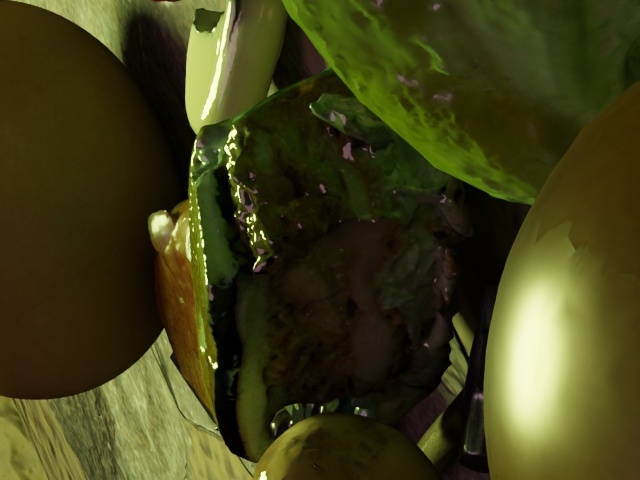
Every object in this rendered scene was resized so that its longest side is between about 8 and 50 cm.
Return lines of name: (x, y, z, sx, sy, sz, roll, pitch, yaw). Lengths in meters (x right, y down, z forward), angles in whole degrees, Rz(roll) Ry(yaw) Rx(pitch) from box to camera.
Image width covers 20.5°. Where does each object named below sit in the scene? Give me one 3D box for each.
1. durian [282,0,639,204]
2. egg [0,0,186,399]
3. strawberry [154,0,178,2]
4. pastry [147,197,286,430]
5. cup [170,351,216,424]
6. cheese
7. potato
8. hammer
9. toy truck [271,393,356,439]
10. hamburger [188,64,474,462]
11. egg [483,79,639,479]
durian: (0.067, -0.166, 0.783, 0.256, 0.204, 0.340, 44, 149, 23)
egg: (-0.279, -0.036, 1.639, 0.301, 0.301, 0.374, -12, 98, 70)
strawberry: (-0.125, -0.227, 1.357, 0.106, 0.106, 0.106, 52, 154, 38)
pastry: (-0.064, 0.068, 1.492, 0.218, 0.100, 0.229, 56, 152, 22)
cup: (-0.080, 0.115, 1.634, 0.100, 0.078, 0.077, -40, 76, 37)
cheese: (-0.075, -0.090, 1.347, 0.127, 0.049, 0.235, -138, 53, -63)
potato: (0.040, 0.196, 1.112, 0.235, 0.128, 0.161, 57, -159, -36)
hammer: (0.092, 0.133, 1.213, 0.365, 0.043, 0.111, 111, 170, -70)
toy truck: (0.014, 0.149, 1.394, 0.074, 0.088, 0.202, 49, 149, 41)
hamburger: (0.000, 0.000, 1.137, 0.288, 0.167, 0.192, 93, 171, -52)
egg: (0.207, 0.068, 0.544, 0.351, 0.282, 0.282, 31, 140, 44)
